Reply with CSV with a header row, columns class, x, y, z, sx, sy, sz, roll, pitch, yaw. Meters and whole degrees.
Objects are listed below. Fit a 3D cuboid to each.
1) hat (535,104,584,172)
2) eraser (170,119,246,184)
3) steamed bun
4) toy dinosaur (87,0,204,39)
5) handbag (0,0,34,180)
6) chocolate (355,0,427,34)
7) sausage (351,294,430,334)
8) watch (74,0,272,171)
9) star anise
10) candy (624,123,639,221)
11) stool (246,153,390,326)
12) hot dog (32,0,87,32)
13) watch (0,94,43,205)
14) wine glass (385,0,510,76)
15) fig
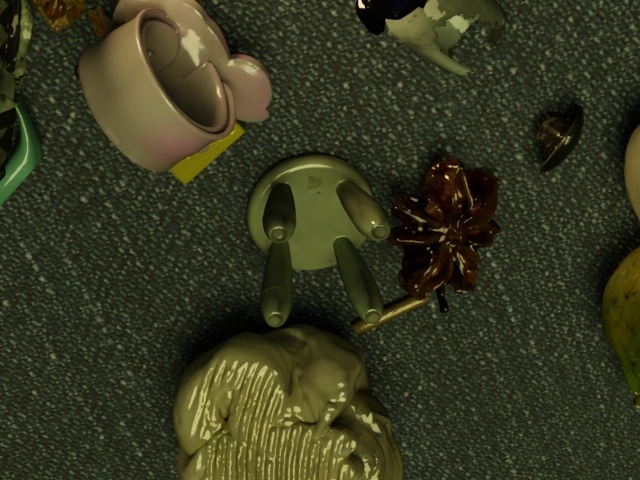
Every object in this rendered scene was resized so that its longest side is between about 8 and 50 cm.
class,x,y,z,sx,sy,sz,roll,pitch,yaw
hat,0.348,-0.154,2.005,0.050,0.121,0.121,35,115,16
eraser,-0.181,-0.155,1.928,0.122,0.045,0.097,-38,117,13
steamed bun,-0.048,0.288,2.106,0.352,0.247,0.339,-1,105,11
toy dinosaur,-0.205,-0.262,1.855,0.142,0.057,0.212,-29,116,17
handbag,-0.454,-0.248,1.634,0.180,0.317,0.416,9,108,-5
chocolate,0.133,-0.400,1.684,0.126,0.343,0.148,14,163,18
sausage,0.113,0.114,2.147,0.132,0.024,0.024,-25,121,7
watch,-0.201,-0.180,1.752,0.211,0.217,0.248,-26,121,24
star anise,0.177,-0.019,2.016,0.190,0.126,0.220,31,89,-53
candy,0.593,-0.103,1.986,0.295,0.185,0.295,7,126,9
stool,0.000,0.000,1.962,0.195,0.199,0.195,-2,120,-10
hot dog,-0.342,-0.344,1.780,0.078,0.061,0.169,6,119,-11
watch,-0.504,-0.125,1.882,0.195,0.068,0.237,37,108,-25
wine glass,0.107,-0.351,1.809,0.321,0.143,0.143,31,111,-25
fig,0.530,0.135,2.113,0.233,0.233,0.314,27,119,-22
